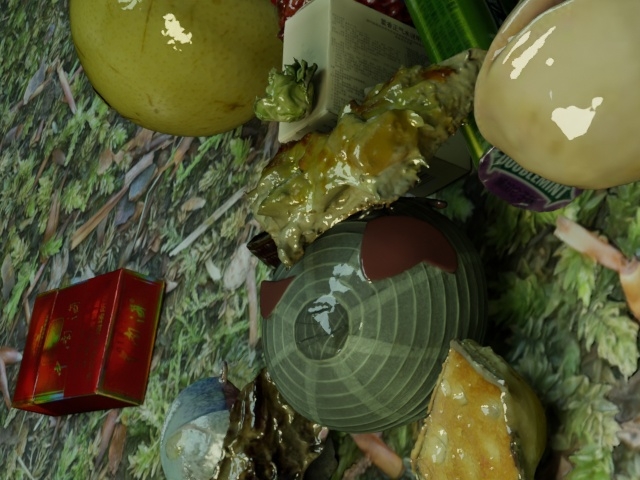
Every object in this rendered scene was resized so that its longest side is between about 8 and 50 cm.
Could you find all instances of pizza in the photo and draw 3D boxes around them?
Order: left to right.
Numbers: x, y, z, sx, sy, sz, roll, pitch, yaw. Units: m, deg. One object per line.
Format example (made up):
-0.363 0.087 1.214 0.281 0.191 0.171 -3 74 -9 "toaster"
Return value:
0.023 -0.082 1.344 0.323 0.089 0.223 -31 17 31 "pizza"
0.180 0.207 1.301 0.204 0.081 0.188 42 132 46 "pizza"

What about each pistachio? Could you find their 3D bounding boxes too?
0.281 -0.174 1.214 0.309 0.230 0.230 -37 42 19 "pistachio"

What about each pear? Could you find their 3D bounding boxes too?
-0.187 -0.315 1.900 0.348 0.348 0.348 -33 46 44 "pear"

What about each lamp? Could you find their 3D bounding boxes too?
0.055 0.077 1.399 0.265 0.233 0.233 -35 44 24 "lamp"

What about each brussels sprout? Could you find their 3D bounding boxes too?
-0.031 -0.157 1.442 0.085 0.058 0.085 -63 0 1 "brussels sprout"

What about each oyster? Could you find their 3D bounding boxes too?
-0.051 0.293 1.530 0.096 0.221 0.361 17 75 22 "oyster"

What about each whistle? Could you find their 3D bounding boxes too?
-0.138 0.321 1.675 0.142 0.134 0.346 -5 78 52 "whistle"

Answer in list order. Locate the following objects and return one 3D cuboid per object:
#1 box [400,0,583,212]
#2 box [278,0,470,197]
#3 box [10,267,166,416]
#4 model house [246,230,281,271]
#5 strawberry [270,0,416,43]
0.180 -0.185 1.462 0.097 0.134 0.345 -47 39 28 "box"
0.065 -0.166 1.548 0.095 0.212 0.168 -26 52 48 "box"
-0.371 0.167 2.136 0.313 0.089 0.197 -16 60 53 "box"
0.004 -0.002 1.610 0.165 0.152 0.106 -24 59 51 "model house"
0.068 -0.297 1.672 0.244 0.205 0.205 -19 53 22 "strawberry"
